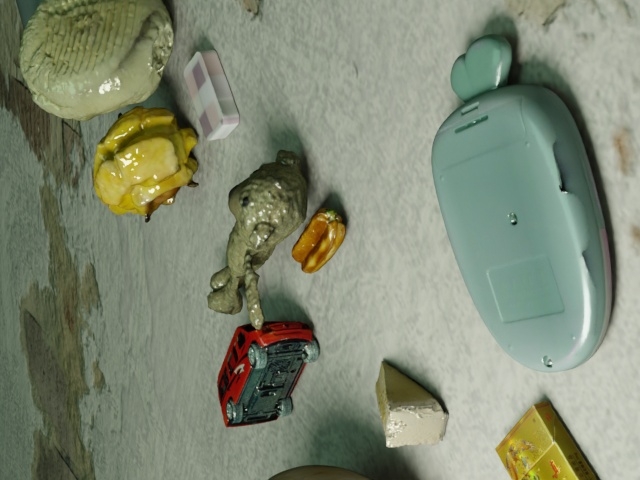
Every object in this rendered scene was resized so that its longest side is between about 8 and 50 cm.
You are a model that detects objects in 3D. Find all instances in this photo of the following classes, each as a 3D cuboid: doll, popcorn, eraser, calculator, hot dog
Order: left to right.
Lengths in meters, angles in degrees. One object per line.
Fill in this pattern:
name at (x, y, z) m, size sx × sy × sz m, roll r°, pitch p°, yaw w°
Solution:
popcorn at (-0.237, -0.105, 1.587) m, size 0.152 × 0.148 × 0.167 m, roll 48°, pitch 155°, yaw 6°
eraser at (-0.139, -0.184, 1.505) m, size 0.065 × 0.026 × 0.105 m, roll -36°, pitch 70°, yaw 54°
doll at (-0.084, -0.005, 1.424) m, size 0.286 × 0.091 × 0.202 m, roll 164°, pitch 127°, yaw -82°
hot dog at (0.000, 0.000, 1.338) m, size 0.049 × 0.037 × 0.122 m, roll 57°, pitch 151°, yaw 10°
calculator at (0.168, -0.030, 1.035) m, size 0.185 × 0.041 × 0.298 m, roll -18°, pitch 87°, yaw 60°

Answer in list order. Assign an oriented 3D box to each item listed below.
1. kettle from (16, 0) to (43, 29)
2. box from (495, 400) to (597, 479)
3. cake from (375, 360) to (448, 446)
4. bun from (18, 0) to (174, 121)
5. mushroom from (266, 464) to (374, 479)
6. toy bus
kettle at (-0.386, -0.399, 1.737) m, size 0.210 × 0.160 × 0.243 m, roll -115°, pitch 21°, yaw -56°
box at (0.219, 0.231, 1.068) m, size 0.156 × 0.022 × 0.089 m, roll 61°, pitch 145°, yaw 26°
cake at (0.076, 0.169, 1.254) m, size 0.121 × 0.065 × 0.052 m, roll 39°, pitch 130°, yaw 56°
bun at (-0.292, -0.246, 1.587) m, size 0.220 × 0.220 × 0.134 m, roll 53°, pitch 179°, yaw 35°
mushroom at (-0.016, 0.393, 1.255) m, size 0.297 × 0.290 × 0.297 m, roll 30°, pitch 127°, yaw 51°
toy bus at (-0.071, 0.152, 1.470) m, size 0.195 × 0.081 × 0.089 m, roll 113°, pitch 144°, yaw -46°
